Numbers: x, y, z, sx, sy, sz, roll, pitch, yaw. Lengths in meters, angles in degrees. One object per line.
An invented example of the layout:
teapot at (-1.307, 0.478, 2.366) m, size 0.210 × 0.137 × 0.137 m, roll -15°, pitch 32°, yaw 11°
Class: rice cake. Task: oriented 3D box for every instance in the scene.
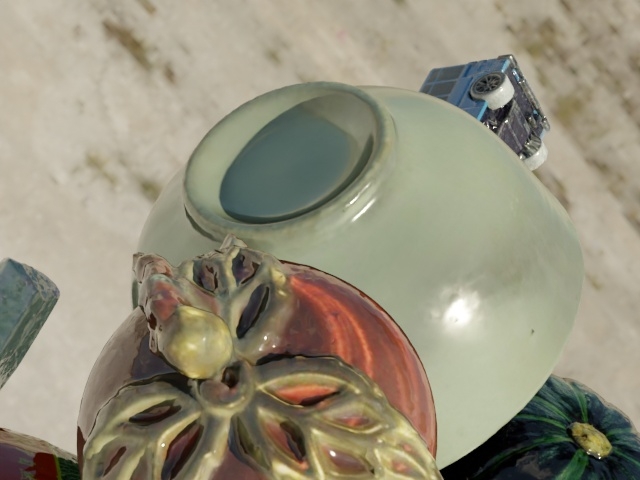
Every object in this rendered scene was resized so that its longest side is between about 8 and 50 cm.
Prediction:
rice cake at (-0.249, 0.112, 1.111) m, size 0.040 × 0.226 × 0.085 m, roll 30°, pitch -12°, yaw 4°

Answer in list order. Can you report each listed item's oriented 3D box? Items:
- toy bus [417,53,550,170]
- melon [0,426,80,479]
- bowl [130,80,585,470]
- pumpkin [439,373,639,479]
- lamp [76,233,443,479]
toy bus at (0.135, -0.072, 1.694) m, size 0.116 × 0.133 × 0.234 m, roll 58°, pitch 45°, yaw -33°
melon at (-0.181, 0.190, 0.877) m, size 0.287 × 0.182 × 0.182 m, roll 23°, pitch 29°, yaw -27°
bowl at (0.000, 0.000, 0.992) m, size 0.289 × 0.289 × 0.146 m, roll -108°, pitch 173°, yaw -49°
pumpkin at (0.138, 0.164, 1.019) m, size 0.150 × 0.194 × 0.194 m, roll 96°, pitch -22°, yaw -46°
lamp at (-0.008, 0.101, 0.709) m, size 0.223 × 0.151 × 0.215 m, roll 29°, pitch 29°, yaw -56°
